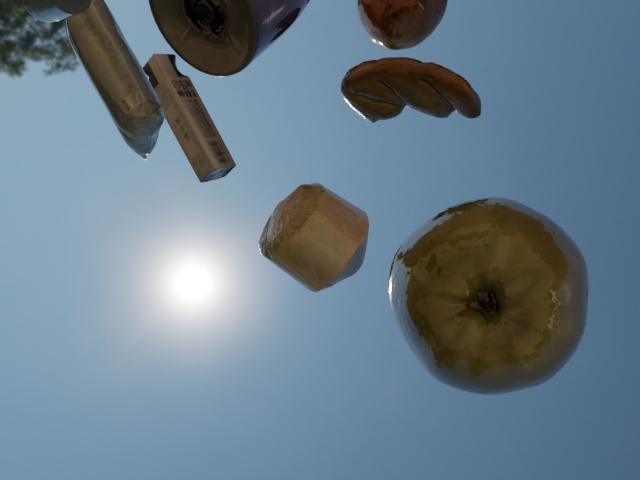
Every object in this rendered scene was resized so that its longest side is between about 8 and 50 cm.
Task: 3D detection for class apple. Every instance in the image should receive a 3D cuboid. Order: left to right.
[{"bbox_3d":[0.156,0.050,0.547,0.199,0.200,0.200,-13,-127,17],"label":"apple"}]

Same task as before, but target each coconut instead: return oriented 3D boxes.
[{"bbox_3d":[0.000,0.000,1.412,0.239,0.244,0.239,-48,-158,26],"label":"coconut"}]

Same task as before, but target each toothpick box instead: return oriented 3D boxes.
[{"bbox_3d":[-0.305,-0.283,0.675,0.083,0.052,0.052,15,-116,45],"label":"toothpick box"}]

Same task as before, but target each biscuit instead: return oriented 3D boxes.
[{"bbox_3d":[0.168,-0.302,1.179,0.299,0.154,0.045,7,-122,40],"label":"biscuit"}]

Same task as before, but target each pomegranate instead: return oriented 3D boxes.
[{"bbox_3d":[0.206,-0.601,1.475,0.248,0.248,0.248,-13,-127,17],"label":"pomegranate"}]

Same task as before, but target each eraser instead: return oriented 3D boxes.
[{"bbox_3d":[-0.405,-0.373,1.781,0.096,0.098,0.404,-34,-97,37],"label":"eraser"}]

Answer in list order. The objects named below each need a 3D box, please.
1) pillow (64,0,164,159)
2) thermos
[{"bbox_3d":[-0.316,-0.258,0.888,0.078,0.144,0.254,-28,-93,-20],"label":"pillow"},{"bbox_3d":[-0.067,-0.335,0.708,0.145,0.176,0.265,31,-128,8],"label":"thermos"}]
